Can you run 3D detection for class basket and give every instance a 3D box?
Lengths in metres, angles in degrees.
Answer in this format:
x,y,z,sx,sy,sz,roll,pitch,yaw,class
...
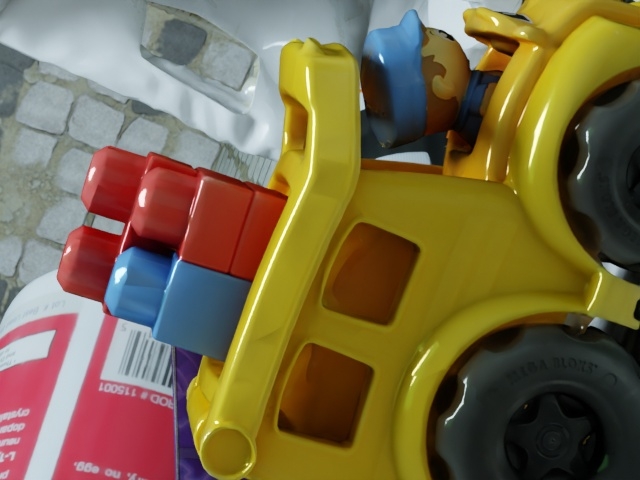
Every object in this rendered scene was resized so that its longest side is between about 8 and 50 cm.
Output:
x,y,z,sx,sy,sz,roll,pitch,yaw,class
-0.032,-0.244,1.202,0.331,0.328,0.266,126,166,-65,basket

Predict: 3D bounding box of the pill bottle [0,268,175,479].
x,y,z,sx,sy,sz,roll,pitch,yaw,class
-0.147,0.232,1.162,0.229,0.229,0.408,120,167,-52,pill bottle

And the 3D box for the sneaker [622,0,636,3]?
x,y,z,sx,sy,sz,roll,pitch,yaw,class
0.115,-0.051,0.782,0.044,0.040,0.109,83,-154,-70,sneaker

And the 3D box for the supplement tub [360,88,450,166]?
x,y,z,sx,sy,sz,roll,pitch,yaw,class
0.043,0.000,0.831,0.190,0.117,0.117,-88,19,-63,supplement tub

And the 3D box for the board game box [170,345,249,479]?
x,y,z,sx,sy,sz,roll,pitch,yaw,class
-0.035,0.125,0.884,0.347,0.056,0.208,91,-179,-86,board game box

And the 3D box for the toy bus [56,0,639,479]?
x,y,z,sx,sy,sz,roll,pitch,yaw,class
0.023,-0.005,0.648,0.149,0.211,0.220,-134,65,-83,toy bus
